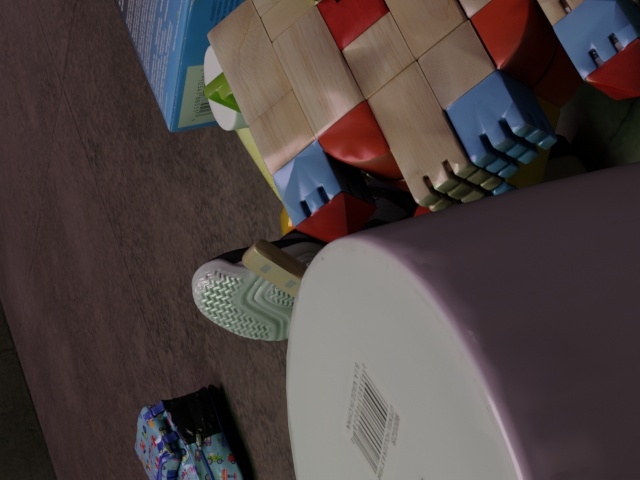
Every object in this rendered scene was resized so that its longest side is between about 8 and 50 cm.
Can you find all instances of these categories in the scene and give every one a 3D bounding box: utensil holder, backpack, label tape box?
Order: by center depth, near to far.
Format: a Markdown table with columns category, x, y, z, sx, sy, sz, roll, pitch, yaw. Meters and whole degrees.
| category | x | y | z | sx | sy | sz | roll | pitch | yaw |
| --- | --- | --- | --- | --- | --- | --- | --- | --- | --- |
| utensil holder | 0.216 | 0.107 | 0.916 | 0.327 | 0.386 | 0.327 | 167 | 90 | -69 |
| label tape box | -0.173 | -0.333 | 2.045 | 0.240 | 0.106 | 0.333 | 107 | 145 | -53 |
| backpack | -0.170 | 0.310 | 2.394 | 0.173 | 0.117 | 0.158 | 63 | 156 | 26 |

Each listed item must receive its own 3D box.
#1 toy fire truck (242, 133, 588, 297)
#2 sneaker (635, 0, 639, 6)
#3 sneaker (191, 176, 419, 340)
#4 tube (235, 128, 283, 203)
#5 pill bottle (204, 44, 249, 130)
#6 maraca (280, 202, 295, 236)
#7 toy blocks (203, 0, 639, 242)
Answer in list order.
| category | x | y | z | sx | sy | sz | roll | pitch | yaw |
| --- | --- | --- | --- | --- | --- | --- | --- | --- | --- |
| toy fire truck | 0.084 | 0.021 | 1.392 | 0.217 | 0.246 | 0.158 | 109 | 142 | -54 |
| sneaker | 0.226 | -0.166 | 1.094 | 0.100 | 0.108 | 0.271 | 106 | 151 | -53 |
| sneaker | 0.000 | 0.000 | 1.577 | 0.101 | 0.269 | 0.153 | 106 | 151 | -43 |
| tube | -0.049 | -0.096 | 1.932 | 0.062 | 0.070 | 0.240 | -44 | 59 | 25 |
| pill bottle | -0.011 | -0.157 | 1.628 | 0.108 | 0.180 | 0.108 | 168 | 90 | -69 |
| maraca | 0.016 | -0.001 | 1.725 | 0.185 | 0.099 | 0.127 | -108 | -6 | -49 |
| toy blocks | 0.089 | -0.128 | 1.277 | 0.381 | 0.191 | 0.261 | -37 | 59 | 22 |
